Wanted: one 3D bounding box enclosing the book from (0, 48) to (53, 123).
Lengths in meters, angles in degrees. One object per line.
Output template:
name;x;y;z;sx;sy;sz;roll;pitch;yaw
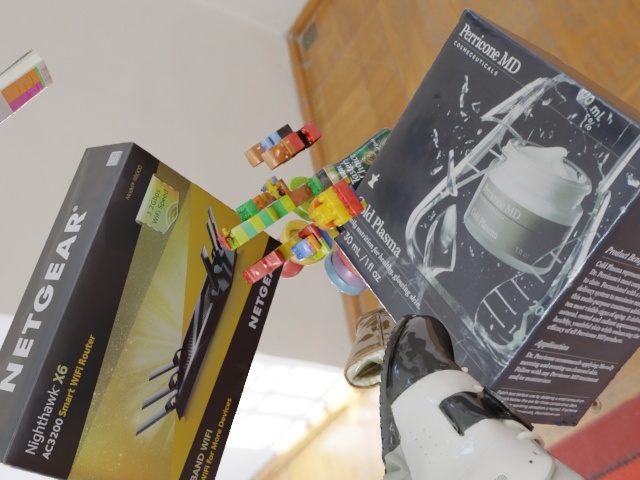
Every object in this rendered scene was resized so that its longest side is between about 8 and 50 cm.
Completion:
book;-0.577;-0.283;1.492;0.144;0.035;0.096;-44;-11;-17

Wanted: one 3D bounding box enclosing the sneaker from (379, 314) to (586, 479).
sneaker;0.120;0.174;0.594;0.146;0.122;0.330;-12;34;12

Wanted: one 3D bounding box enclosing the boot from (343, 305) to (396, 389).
boot;0.161;0.174;1.494;0.236;0.089;0.269;-31;6;10

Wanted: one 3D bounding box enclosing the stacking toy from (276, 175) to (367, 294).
stacking toy;0.000;0.000;1.988;0.130;0.309;0.279;-46;38;37

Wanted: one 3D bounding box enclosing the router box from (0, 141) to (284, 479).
router box;-0.175;0.094;0.793;0.081;0.243;0.308;0;66;40

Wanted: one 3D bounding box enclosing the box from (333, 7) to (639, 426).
box;0.328;-0.037;1.291;0.471;0.298;0.480;-58;41;20

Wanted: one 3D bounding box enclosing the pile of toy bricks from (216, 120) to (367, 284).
pile of toy bricks;-0.049;-0.021;0.727;0.118;0.105;0.212;55;159;-2

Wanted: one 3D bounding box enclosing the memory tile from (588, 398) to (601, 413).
memory tile;0.466;0.268;1.514;0.012;0.148;0.113;114;166;-48

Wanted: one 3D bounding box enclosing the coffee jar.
coffee jar;0.078;-0.129;1.508;0.184;0.079;0.096;-33;74;3
